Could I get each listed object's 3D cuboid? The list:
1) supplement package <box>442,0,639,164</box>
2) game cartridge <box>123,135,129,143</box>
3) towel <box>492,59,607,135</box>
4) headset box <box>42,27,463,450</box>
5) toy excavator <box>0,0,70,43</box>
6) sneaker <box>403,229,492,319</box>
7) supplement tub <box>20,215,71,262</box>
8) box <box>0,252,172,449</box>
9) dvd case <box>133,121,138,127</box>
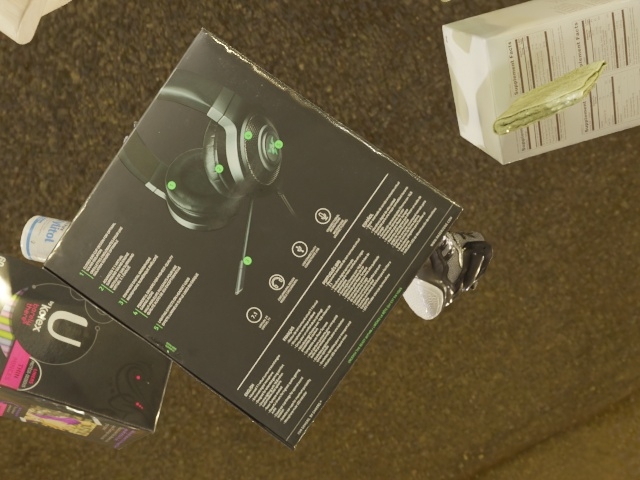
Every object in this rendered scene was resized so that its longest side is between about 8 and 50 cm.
[{"bbox_3d":[0.362,-0.270,1.229,0.262,0.199,0.198,-16,113,-4],"label":"supplement package"},{"bbox_3d":[-0.240,-0.131,1.100,0.056,0.083,0.017,10,97,-52],"label":"game cartridge"},{"bbox_3d":[0.311,-0.195,1.051,0.148,0.110,0.027,-22,106,47],"label":"towel"},{"bbox_3d":[-0.063,-0.008,0.687,0.283,0.131,0.246,34,93,3],"label":"headset box"},{"bbox_3d":[-0.346,-0.526,1.295,0.222,0.433,0.445,35,102,-6],"label":"toy excavator"},{"bbox_3d":[0.202,-0.007,1.304,0.153,0.101,0.269,-24,119,-21],"label":"sneaker"},{"bbox_3d":[-0.394,0.005,1.183,0.107,0.071,0.071,11,129,7],"label":"supplement tub"},{"bbox_3d":[-0.347,0.154,1.027,0.270,0.165,0.143,24,145,-24],"label":"box"},{"bbox_3d":[-0.252,-0.210,1.597,0.164,0.221,0.018,26,74,-55],"label":"dvd case"}]
